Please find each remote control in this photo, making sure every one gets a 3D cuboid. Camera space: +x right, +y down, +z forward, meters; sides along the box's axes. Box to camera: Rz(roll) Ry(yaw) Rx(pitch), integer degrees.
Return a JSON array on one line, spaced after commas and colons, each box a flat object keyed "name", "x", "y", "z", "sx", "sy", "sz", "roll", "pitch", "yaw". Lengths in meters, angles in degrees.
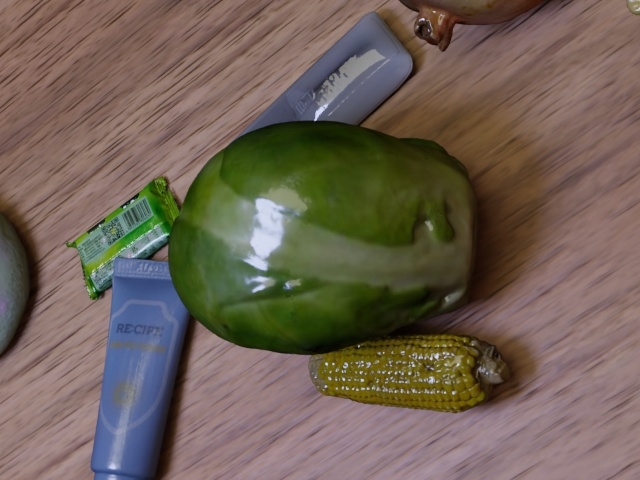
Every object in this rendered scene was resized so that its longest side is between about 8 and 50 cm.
[{"name": "remote control", "x": -0.019, "y": -0.169, "z": 1.859, "sx": 0.313, "sy": 0.055, "sz": 0.109, "roll": -42, "pitch": 63, "yaw": 14}]

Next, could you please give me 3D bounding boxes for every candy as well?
[{"name": "candy", "x": -0.271, "y": -0.003, "z": 1.969, "sx": 0.178, "sy": 0.032, "sz": 0.102, "roll": -36, "pitch": 68, "yaw": 15}]

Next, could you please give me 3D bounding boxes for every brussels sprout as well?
[{"name": "brussels sprout", "x": 0.000, "y": 0.000, "z": 1.677, "sx": 0.371, "sy": 0.315, "sz": 0.275, "roll": -1, "pitch": 84, "yaw": 17}]

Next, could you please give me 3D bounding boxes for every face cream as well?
[{"name": "face cream", "x": -0.249, "y": 0.212, "z": 1.881, "sx": 0.136, "sy": 0.086, "sz": 0.385, "roll": 3, "pitch": 76, "yaw": 21}]

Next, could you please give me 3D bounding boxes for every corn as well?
[{"name": "corn", "x": 0.104, "y": 0.157, "z": 1.696, "sx": 0.262, "sy": 0.097, "sz": 0.097, "roll": -2, "pitch": 78, "yaw": 30}]

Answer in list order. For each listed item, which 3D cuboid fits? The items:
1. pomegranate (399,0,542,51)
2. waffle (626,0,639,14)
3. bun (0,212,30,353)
[{"name": "pomegranate", "x": 0.174, "y": -0.364, "z": 1.703, "sx": 0.252, "sy": 0.229, "sz": 0.270, "roll": 25, "pitch": 96, "yaw": 31}, {"name": "waffle", "x": 0.403, "y": -0.415, "z": 1.556, "sx": 0.151, "sy": 0.261, "sz": 0.324, "roll": -3, "pitch": 106, "yaw": 28}, {"name": "bun", "x": -0.564, "y": 0.062, "z": 2.025, "sx": 0.283, "sy": 0.179, "sz": 0.283, "roll": -7, "pitch": 74, "yaw": 24}]
